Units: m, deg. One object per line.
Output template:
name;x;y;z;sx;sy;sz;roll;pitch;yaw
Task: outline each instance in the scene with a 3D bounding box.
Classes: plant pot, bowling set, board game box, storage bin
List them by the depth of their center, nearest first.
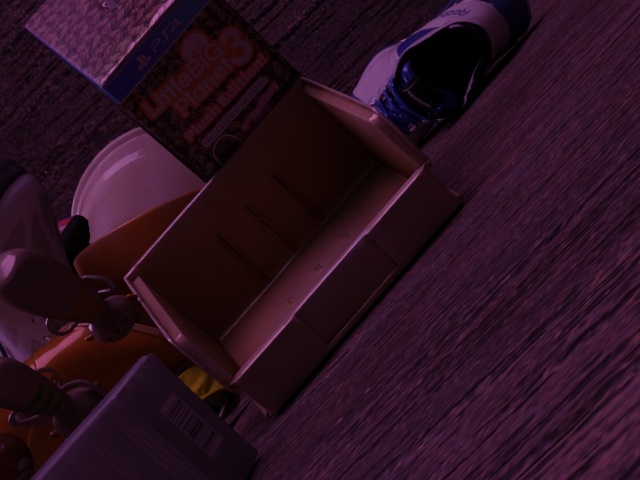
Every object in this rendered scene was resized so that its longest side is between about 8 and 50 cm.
bowling set;-0.272;0.171;1.393;0.287;0.154;0.200;-43;45;16
storage bin;-0.029;0.002;1.445;0.262;0.123;0.260;-48;19;-2
board game box;-0.122;-0.156;1.639;0.141;0.291;0.232;-50;35;-2
plant pot;-0.154;0.062;1.863;0.205;0.188;0.205;-28;-5;-3
plant pot;-0.198;0.031;2.219;0.334;0.334;0.305;-47;15;15

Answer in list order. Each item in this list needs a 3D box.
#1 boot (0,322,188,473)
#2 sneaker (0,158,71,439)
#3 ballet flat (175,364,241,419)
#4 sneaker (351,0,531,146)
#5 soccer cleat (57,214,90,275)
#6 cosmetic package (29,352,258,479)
boot;-0.278;0.195;1.590;0.104;0.295;0.211;64;-155;-53
sneaker;-0.250;0.112;1.765;0.447;0.258;0.169;88;-155;-44
ballet flat;-0.147;0.197;1.523;0.231;0.077;0.077;-49;-27;-50
sneaker;0.122;-0.200;2.044;0.315;0.127;0.182;-44;4;37
soccer cleat;-0.384;0.081;1.996;0.108;0.116;0.318;86;-159;-48
cosmetic package;-0.174;0.221;1.241;0.238;0.127;0.107;-45;5;19
